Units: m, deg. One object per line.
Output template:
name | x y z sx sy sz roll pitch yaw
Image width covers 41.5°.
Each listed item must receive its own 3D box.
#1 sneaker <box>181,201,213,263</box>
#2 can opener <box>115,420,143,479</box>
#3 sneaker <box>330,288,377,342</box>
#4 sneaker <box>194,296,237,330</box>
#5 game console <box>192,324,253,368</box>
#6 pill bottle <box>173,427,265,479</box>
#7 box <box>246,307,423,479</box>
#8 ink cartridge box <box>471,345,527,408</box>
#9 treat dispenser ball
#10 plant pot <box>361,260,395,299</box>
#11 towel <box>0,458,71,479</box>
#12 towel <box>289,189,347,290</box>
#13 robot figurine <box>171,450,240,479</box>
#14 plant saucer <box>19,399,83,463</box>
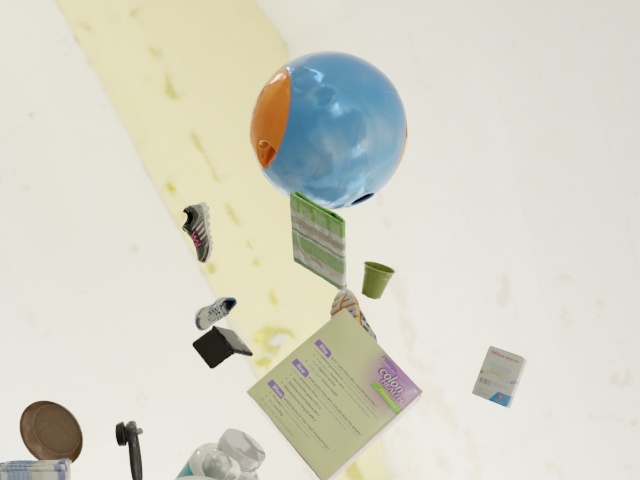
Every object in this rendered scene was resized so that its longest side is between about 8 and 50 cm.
sneaker | -0.340 -0.021 2.296 0.063 0.075 0.170 -10 -96 54
can opener | -0.543 0.612 2.454 0.059 0.073 0.186 43 27 -66
sneaker | 0.091 0.222 2.103 0.084 0.083 0.214 -27 -108 32
sneaker | -0.255 0.174 2.070 0.058 0.135 0.052 -17 -73 40
game console | -0.254 0.282 2.193 0.107 0.071 0.122 20 14 -44
pill bottle | -0.211 0.483 1.582 0.146 0.264 0.146 32 10 -6
box | 0.026 0.291 1.563 0.213 0.243 0.117 46 -13 17
ink cartridge box | 0.418 0.318 1.968 0.089 0.122 0.052 19 -7 27
treat dispenser ball | 0.015 -0.199 1.538 0.288 0.288 0.288 48 -22 27
plant pot | 0.137 0.103 2.101 0.083 0.083 0.079 32 -69 52
towel | -0.691 0.562 1.850 0.034 0.285 0.209 -109 -158 -60
towel | 0.000 0.000 1.325 0.113 0.023 0.152 31 -38 28
robot figurine | -0.169 0.451 1.206 0.200 0.299 0.353 13 -24 6
plant saucer | -0.729 0.522 2.310 0.198 0.199 0.036 61 21 -5
